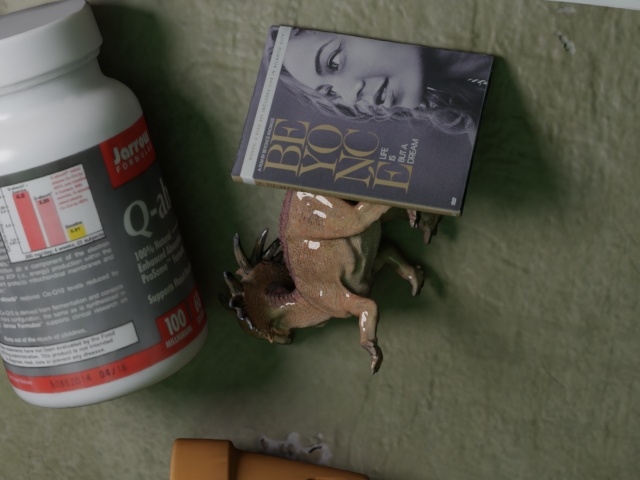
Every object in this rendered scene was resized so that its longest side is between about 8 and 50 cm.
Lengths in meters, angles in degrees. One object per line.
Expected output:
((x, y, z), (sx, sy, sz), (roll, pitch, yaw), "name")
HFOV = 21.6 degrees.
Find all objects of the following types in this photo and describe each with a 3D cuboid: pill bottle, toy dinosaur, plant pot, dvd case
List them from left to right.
((-0.255, -0.037, 1.653), (0.210, 0.210, 0.363), (-10, 109, 19), "pill bottle")
((-0.045, 0.347, 1.729), (0.203, 0.291, 0.291), (-2, 112, -1), "plant pot")
((0.000, 0.000, 1.652), (0.200, 0.127, 0.296), (19, 110, 15), "toy dinosaur")
((0.040, -0.116, 1.587), (0.221, 0.018, 0.165), (9, 70, 12), "dvd case")

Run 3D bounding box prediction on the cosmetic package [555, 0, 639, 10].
((0.310, -0.316, 1.423), (0.224, 0.138, 0.225), (9, 115, 12), "cosmetic package")
